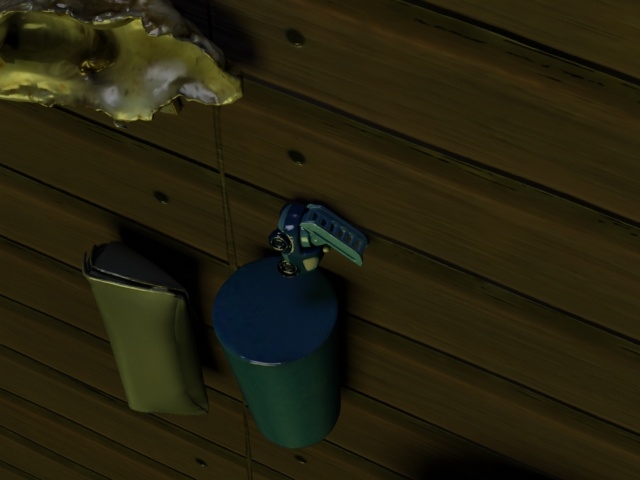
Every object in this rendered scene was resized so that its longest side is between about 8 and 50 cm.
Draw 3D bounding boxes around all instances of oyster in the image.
[{"bbox_3d":[-0.236,-0.182,1.252,0.341,0.110,0.166,0,150,32],"label":"oyster"}]

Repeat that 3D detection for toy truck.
[{"bbox_3d":[0.000,0.000,1.372,0.090,0.056,0.073,2,134,20],"label":"toy truck"}]

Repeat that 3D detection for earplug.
[{"bbox_3d":[-0.035,0.145,1.545,0.132,0.132,0.273,20,151,18],"label":"earplug"}]

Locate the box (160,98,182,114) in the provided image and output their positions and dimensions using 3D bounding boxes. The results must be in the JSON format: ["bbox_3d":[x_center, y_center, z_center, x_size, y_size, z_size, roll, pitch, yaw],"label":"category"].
[{"bbox_3d":[-0.177,-0.147,1.345,0.083,0.012,0.046,14,144,29],"label":"box"}]

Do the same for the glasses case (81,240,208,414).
[{"bbox_3d":[-0.199,0.107,1.669,0.128,0.083,0.308,16,146,13],"label":"glasses case"}]
